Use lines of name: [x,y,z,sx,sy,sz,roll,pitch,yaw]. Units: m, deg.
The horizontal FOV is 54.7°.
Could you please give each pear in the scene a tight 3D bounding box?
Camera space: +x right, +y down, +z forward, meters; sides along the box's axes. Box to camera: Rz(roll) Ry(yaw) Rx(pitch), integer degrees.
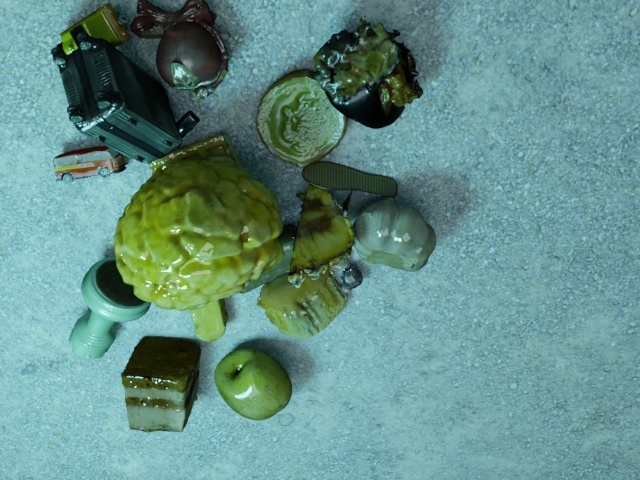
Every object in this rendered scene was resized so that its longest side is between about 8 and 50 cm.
pear: [-0.194,0.427,1.829,0.188,0.228,0.211,-50,130,-17]

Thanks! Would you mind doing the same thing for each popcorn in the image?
popcorn: [-0.284,-0.025,1.438,0.389,0.354,0.345,-16,80,-20]

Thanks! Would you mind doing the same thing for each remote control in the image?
remote control: [-0.347,-0.284,1.557,0.096,0.014,0.039,-37,111,21]

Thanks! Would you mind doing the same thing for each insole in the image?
insole: [0.077,-0.156,1.576,0.253,0.086,0.005,10,152,-8]

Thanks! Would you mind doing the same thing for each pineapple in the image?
pineapple: [0.005,0.001,1.549,0.158,0.335,0.161,4,140,-2]

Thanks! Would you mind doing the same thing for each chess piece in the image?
chess piece: [-0.611,0.208,1.753,0.194,0.195,0.299,30,125,-13]

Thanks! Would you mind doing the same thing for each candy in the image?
candy: [-0.148,0.050,1.679,0.233,0.102,0.104,-26,114,17]

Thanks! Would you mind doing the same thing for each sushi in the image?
sushi: [0.117,-0.371,1.394,0.199,0.204,0.213,-26,82,24]

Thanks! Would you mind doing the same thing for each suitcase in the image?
suitcase: [-0.445,-0.304,1.374,0.128,0.312,0.202,-25,75,12]

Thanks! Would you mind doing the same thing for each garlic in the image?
garlic: [0.187,-0.017,1.583,0.227,0.152,0.228,17,151,10]

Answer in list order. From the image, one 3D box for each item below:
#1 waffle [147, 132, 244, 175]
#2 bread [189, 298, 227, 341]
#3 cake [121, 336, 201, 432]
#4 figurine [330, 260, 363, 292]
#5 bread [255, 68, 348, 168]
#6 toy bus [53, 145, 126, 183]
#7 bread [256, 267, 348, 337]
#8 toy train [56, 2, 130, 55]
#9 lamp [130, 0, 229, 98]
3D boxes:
waffle: [-0.298,-0.139,1.611,0.220,0.055,0.248,-17,117,11]
bread: [-0.326,0.169,1.761,0.101,0.094,0.246,-10,119,-2]
cake: [-0.471,0.458,1.862,0.198,0.196,0.293,5,118,-2]
figurine: [0.066,0.084,1.711,0.072,0.054,0.129,-37,113,0]
bread: [-0.045,-0.293,1.507,0.235,0.070,0.236,0,118,1]
toy bus: [-0.591,-0.197,1.583,0.174,0.079,0.077,-8,108,7]
bread: [-0.057,0.189,1.733,0.251,0.133,0.174,-24,116,14]
toy train: [-0.520,-0.457,1.394,0.219,0.127,0.089,-12,117,34]
lamp: [-0.315,-0.432,1.414,0.214,0.151,0.224,-6,75,0]
